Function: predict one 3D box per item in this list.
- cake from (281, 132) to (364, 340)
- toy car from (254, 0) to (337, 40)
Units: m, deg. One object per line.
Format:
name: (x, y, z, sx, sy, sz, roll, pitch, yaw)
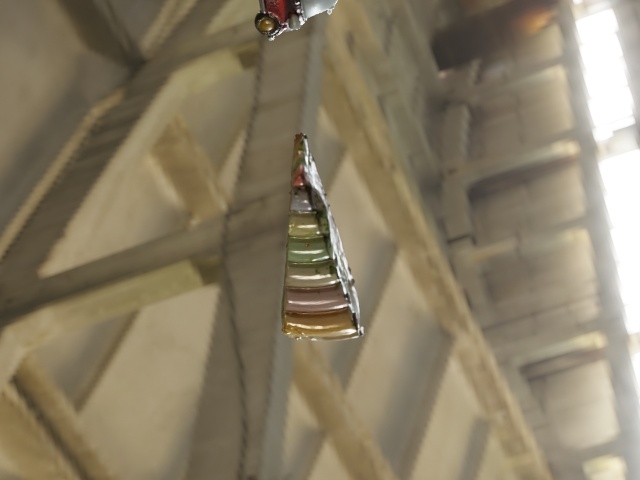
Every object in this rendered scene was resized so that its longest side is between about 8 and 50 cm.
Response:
cake: (-0.021, 0.005, 1.732, 0.109, 0.090, 0.225, -85, -19, -65)
toy car: (-0.029, -0.327, 1.947, 0.112, 0.112, 0.139, -82, -14, -51)
